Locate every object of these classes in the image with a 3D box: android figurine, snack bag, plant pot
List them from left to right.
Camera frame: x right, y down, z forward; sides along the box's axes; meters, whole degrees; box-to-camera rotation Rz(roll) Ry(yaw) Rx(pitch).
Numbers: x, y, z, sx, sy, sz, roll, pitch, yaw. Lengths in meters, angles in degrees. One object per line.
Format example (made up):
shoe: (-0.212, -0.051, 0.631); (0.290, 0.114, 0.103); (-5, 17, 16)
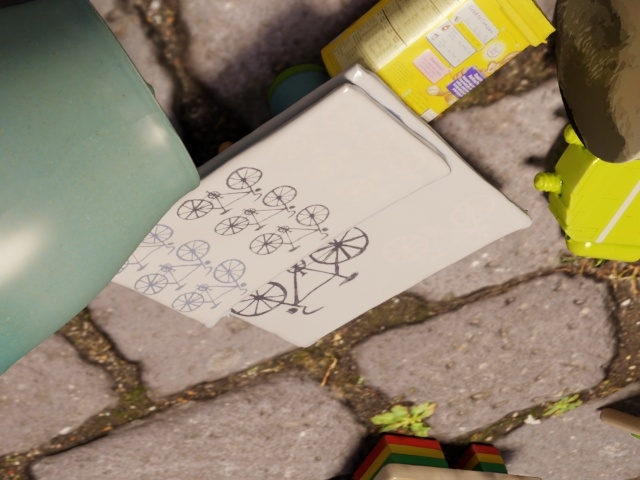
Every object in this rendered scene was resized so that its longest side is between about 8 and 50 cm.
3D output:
plant pot: (-0.243, -0.053, 0.777); (0.255, 0.271, 0.271); (-34, 135, -6)
snack bag: (0.000, 0.000, 0.997); (0.323, 0.037, 0.342); (-32, 143, 22)
android figurine: (0.352, -0.071, 1.091); (0.273, 0.056, 0.248); (4, 132, -26)

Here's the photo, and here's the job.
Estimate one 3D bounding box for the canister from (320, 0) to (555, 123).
canister: (0.100, -0.176, 0.896); (0.170, 0.073, 0.126); (-37, 135, 18)

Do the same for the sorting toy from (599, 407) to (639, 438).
sorting toy: (0.514, 0.286, 1.405); (0.208, 0.193, 0.038); (20, 86, -35)

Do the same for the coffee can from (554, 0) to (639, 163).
coffee can: (0.375, -0.179, 0.897); (0.275, 0.201, 0.201); (-6, 133, -13)

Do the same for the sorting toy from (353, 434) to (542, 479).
sorting toy: (0.131, 0.376, 1.415); (0.257, 0.089, 0.255); (12, 127, -28)

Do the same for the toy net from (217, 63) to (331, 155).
toy net: (-0.063, -0.063, 0.969); (0.232, 0.045, 0.122); (-33, 136, 15)
